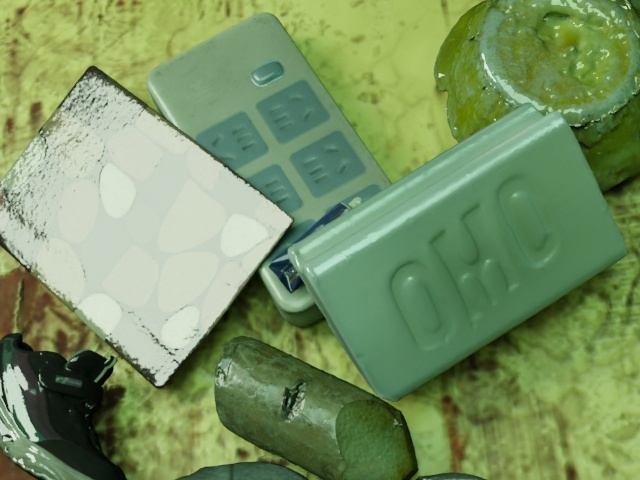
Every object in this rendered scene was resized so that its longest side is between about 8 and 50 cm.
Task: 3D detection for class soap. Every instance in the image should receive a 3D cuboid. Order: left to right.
[{"bbox_3d":[0.092,0.008,0.831,0.198,0.066,0.119,-32,108,-4],"label":"soap"}]

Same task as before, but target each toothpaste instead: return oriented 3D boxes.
[{"bbox_3d":[0.000,0.000,0.859,0.083,0.019,0.027,-44,92,-13],"label":"toothpaste"}]

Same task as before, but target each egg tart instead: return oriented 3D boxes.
[{"bbox_3d":[0.180,-0.125,0.905,0.197,0.078,0.197,-2,68,6],"label":"egg tart"}]

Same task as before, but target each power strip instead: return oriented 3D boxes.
[{"bbox_3d":[-0.030,-0.060,0.928,0.118,0.046,0.270,-30,64,-5],"label":"power strip"}]

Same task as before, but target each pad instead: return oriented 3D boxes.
[{"bbox_3d":[-0.147,-0.016,0.919,0.235,0.003,0.158,38,90,27],"label":"pad"}]

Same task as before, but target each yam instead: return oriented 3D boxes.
[{"bbox_3d":[-0.004,0.120,0.826,0.146,0.070,0.070,24,72,21],"label":"yam"}]

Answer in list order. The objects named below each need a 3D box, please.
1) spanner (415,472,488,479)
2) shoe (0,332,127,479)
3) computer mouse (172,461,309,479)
[{"bbox_3d":[0.157,0.275,0.753,0.093,0.026,0.325,-36,66,-9],"label":"spanner"},{"bbox_3d":[-0.182,0.115,0.862,0.169,0.071,0.099,32,71,25],"label":"shoe"},{"bbox_3d":[-0.044,0.299,0.725,0.203,0.114,0.374,-17,63,2],"label":"computer mouse"}]
